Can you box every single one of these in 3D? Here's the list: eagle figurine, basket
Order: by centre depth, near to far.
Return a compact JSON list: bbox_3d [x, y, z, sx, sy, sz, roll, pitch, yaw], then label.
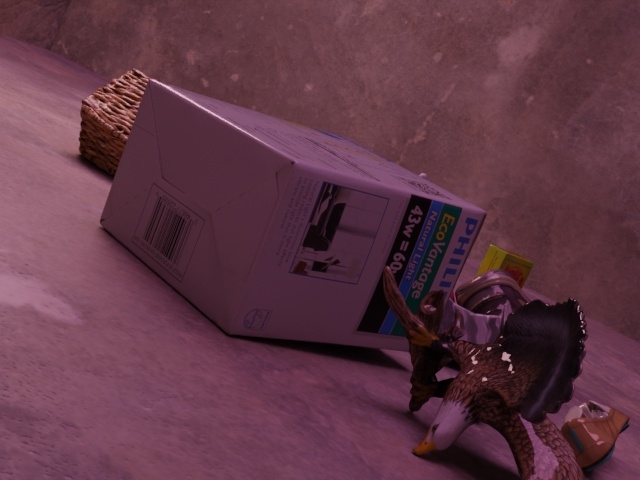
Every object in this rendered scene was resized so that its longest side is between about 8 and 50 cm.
[{"bbox_3d":[0.196,0.168,1.018,0.226,0.225,0.298,32,-9,-38],"label":"eagle figurine"},{"bbox_3d":[-0.308,-0.144,1.834,0.299,0.223,0.213,27,41,11],"label":"basket"}]

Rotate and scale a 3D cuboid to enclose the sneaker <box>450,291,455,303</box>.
[{"bbox_3d":[0.119,0.075,1.615,0.252,0.111,0.103,39,37,-36],"label":"sneaker"}]

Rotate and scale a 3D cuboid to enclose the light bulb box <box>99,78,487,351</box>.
[{"bbox_3d":[-0.040,-0.031,1.323,0.361,0.225,0.358,12,15,-43],"label":"light bulb box"}]

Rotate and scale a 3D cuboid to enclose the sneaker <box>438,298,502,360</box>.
[{"bbox_3d":[0.198,0.154,1.538,0.281,0.105,0.115,21,-26,-4],"label":"sneaker"}]

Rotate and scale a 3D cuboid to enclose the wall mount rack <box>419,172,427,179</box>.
[{"bbox_3d":[0.026,-0.067,1.876,0.304,0.130,0.350,-6,-9,33],"label":"wall mount rack"}]

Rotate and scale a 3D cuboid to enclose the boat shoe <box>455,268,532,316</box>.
[{"bbox_3d":[0.362,0.182,1.716,0.355,0.132,0.130,32,32,-39],"label":"boat shoe"}]

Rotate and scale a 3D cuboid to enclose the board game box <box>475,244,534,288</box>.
[{"bbox_3d":[0.314,0.105,1.783,0.092,0.181,0.043,18,11,-43],"label":"board game box"}]

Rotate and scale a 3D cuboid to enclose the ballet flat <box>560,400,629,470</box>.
[{"bbox_3d":[0.374,0.253,1.323,0.073,0.080,0.232,55,15,14],"label":"ballet flat"}]
